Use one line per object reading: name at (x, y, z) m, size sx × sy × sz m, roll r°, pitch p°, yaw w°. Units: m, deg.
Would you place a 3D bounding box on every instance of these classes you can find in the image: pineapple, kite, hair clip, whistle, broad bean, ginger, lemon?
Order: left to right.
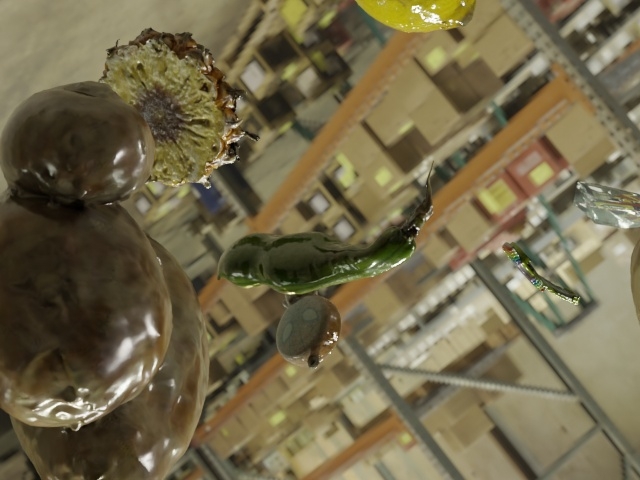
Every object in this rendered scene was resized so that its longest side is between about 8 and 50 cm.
ginger at (-0.155, 0.045, 0.782) m, size 0.304 × 0.155 × 0.244 m, roll 95°, pitch 0°, yaw -57°
pineapple at (-0.175, -0.148, 1.358) m, size 0.221 × 0.221 × 0.047 m, roll -44°, pitch 180°, yaw 39°
whistle at (-0.023, 0.102, 1.724) m, size 0.107 × 0.220 × 0.057 m, roll -38°, pitch 133°, yaw 25°
broad bean at (-0.002, 0.010, 1.231) m, size 0.318 × 0.056 × 0.098 m, roll -18°, pitch -131°, yaw 39°
lemon at (0.110, -0.344, 1.393) m, size 0.181 × 0.193 × 0.180 m, roll -8°, pitch 153°, yaw -4°
hair clip at (0.342, 0.054, 1.838) m, size 0.033 × 0.188 × 0.060 m, roll -49°, pitch -150°, yaw 8°
kite at (0.368, -0.020, 1.140) m, size 0.141 × 0.245 × 0.015 m, roll 33°, pitch 70°, yaw -65°

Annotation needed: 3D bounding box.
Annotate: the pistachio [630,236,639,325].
pistachio at (0.525, 0.052, 1.734) m, size 0.126 × 0.152 × 0.223 m, roll -4°, pitch 125°, yaw -9°
